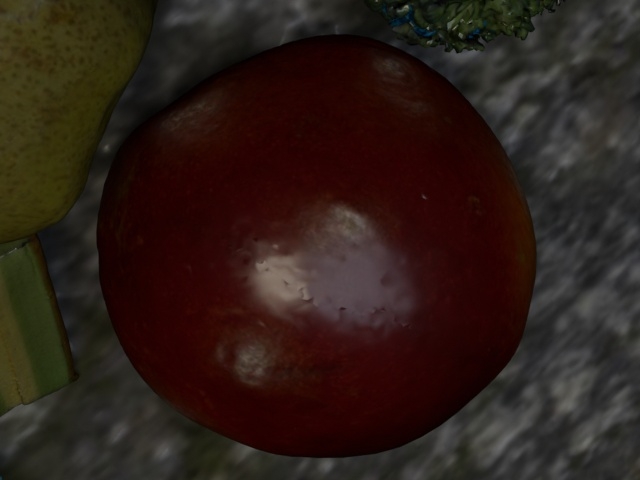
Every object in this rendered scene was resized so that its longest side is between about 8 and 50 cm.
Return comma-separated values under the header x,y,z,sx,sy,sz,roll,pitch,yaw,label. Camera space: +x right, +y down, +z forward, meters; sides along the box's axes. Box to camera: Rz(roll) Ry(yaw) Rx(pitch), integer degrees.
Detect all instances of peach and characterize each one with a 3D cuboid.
x,y,z,sx,sy,sz,roll,pitch,yaw,label
0.000,0.000,0.678,0.244,0.199,0.243,-2,95,-28,peach

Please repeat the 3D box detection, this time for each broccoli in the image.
x,y,z,sx,sy,sz,roll,pitch,yaw,label
0.086,-0.182,0.703,0.154,0.160,0.167,-47,114,-43,broccoli

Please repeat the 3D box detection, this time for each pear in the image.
x,y,z,sx,sy,sz,roll,pitch,yaw,label
-0.184,-0.109,0.535,0.211,0.228,0.188,31,124,-28,pear

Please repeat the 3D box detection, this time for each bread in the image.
x,y,z,sx,sy,sz,roll,pitch,yaw,label
-0.190,0.029,0.685,0.074,0.084,0.139,-31,148,-20,bread

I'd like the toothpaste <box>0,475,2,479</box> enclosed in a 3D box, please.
x,y,z,sx,sy,sz,roll,pitch,yaw,label
-0.293,0.184,0.646,0.267,0.050,0.065,-17,111,-25,toothpaste
